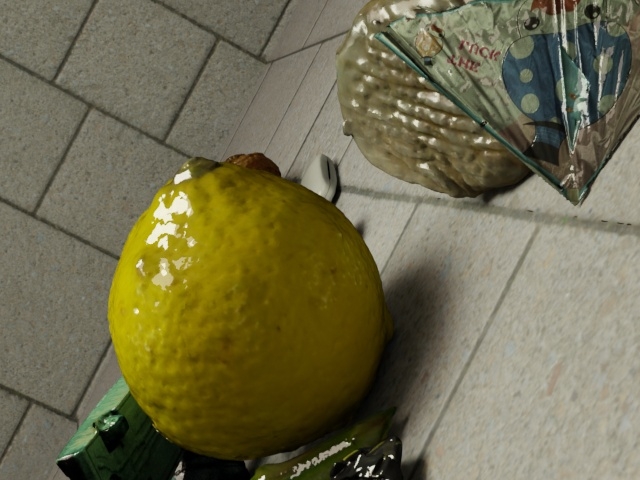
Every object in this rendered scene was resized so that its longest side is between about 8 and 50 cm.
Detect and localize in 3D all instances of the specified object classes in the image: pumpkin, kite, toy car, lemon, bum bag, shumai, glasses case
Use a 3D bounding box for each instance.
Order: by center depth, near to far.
[{"bbox_3d":[0.052,0.287,1.050,0.106,0.060,0.232,-60,20,30],"label":"bum bag"},{"bbox_3d":[0.239,-0.217,1.074,0.406,0.014,0.368,-7,86,29],"label":"kite"},{"bbox_3d":[0.208,-0.211,1.280,0.314,0.267,0.262,5,32,45],"label":"shumai"},{"bbox_3d":[-0.092,0.079,1.308,0.350,0.387,0.350,-19,13,4],"label":"lemon"},{"bbox_3d":[-0.245,0.254,1.365,0.097,0.141,0.320,-21,12,13],"label":"toy car"},{"bbox_3d":[-0.183,0.360,1.542,0.194,0.150,0.194,-51,19,25],"label":"pumpkin"},{"bbox_3d":[-0.004,-0.101,1.974,0.074,0.049,0.193,-57,16,20],"label":"glasses case"}]

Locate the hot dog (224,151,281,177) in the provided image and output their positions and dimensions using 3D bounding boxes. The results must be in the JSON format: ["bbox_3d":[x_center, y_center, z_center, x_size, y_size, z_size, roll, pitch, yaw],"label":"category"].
[{"bbox_3d":[-0.178,-0.029,2.188,0.267,0.174,0.387,-58,15,34],"label":"hot dog"}]

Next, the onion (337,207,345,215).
[{"bbox_3d":[0.000,0.000,1.673,0.115,0.104,0.115,-164,90,-88],"label":"onion"}]

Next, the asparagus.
[{"bbox_3d":[-0.049,0.293,1.206,0.343,0.085,0.082,-31,13,3],"label":"asparagus"}]
